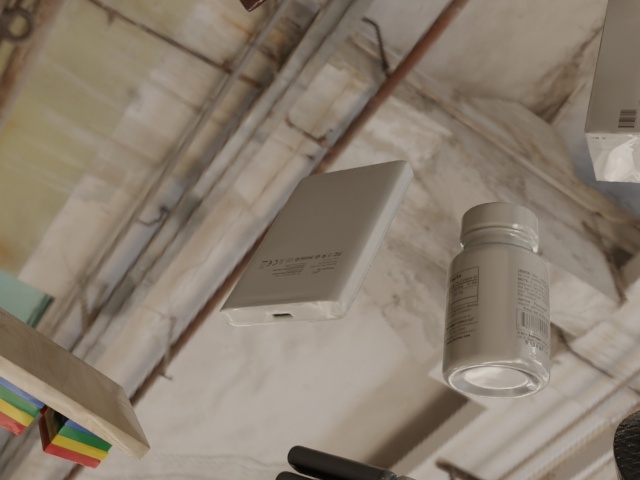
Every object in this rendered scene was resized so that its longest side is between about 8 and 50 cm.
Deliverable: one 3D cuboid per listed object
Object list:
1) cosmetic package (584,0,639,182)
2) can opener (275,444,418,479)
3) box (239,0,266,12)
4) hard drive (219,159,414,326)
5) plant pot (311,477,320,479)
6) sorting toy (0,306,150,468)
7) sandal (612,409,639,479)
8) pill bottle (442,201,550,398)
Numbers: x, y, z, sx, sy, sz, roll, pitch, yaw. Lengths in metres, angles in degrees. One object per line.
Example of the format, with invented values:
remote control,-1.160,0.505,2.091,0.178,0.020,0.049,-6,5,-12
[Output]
cosmetic package,0.332,-0.189,0.931,0.061,0.099,0.239,4,-115,29
can opener,0.071,0.316,1.043,0.280,0.093,0.074,8,-124,35
box,-0.050,-0.450,1.184,0.203,0.168,0.167,-27,-159,25
hard drive,0.000,0.000,1.285,0.203,0.040,0.307,-7,-143,34
plant pot,0.026,0.477,1.342,0.191,0.284,0.284,-32,-169,-18
sorting toy,-0.392,0.222,1.251,0.089,0.255,0.257,-53,-157,-5
sandal,0.239,0.174,0.554,0.097,0.054,0.254,-9,-164,22
pill bottle,0.225,0.073,1.109,0.131,0.131,0.229,-35,-140,51
